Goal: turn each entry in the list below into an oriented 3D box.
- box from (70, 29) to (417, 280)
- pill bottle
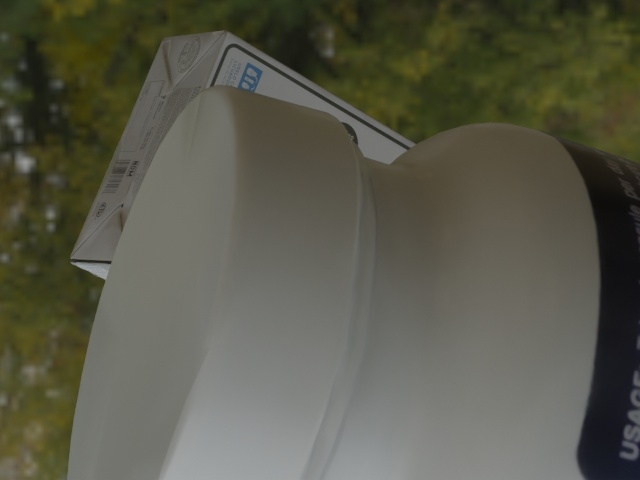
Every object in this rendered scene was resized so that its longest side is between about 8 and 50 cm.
[{"bbox_3d":[0.000,0.000,1.269,0.290,0.169,0.087,30,165,-30],"label":"box"},{"bbox_3d":[0.076,0.056,0.504,0.264,0.153,0.153,17,-174,-18],"label":"pill bottle"}]
